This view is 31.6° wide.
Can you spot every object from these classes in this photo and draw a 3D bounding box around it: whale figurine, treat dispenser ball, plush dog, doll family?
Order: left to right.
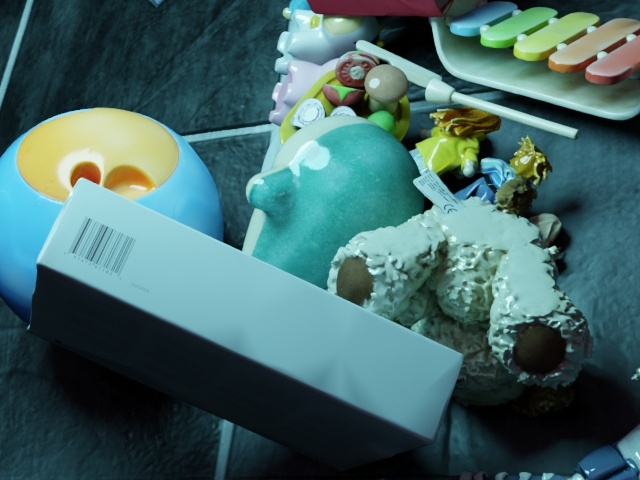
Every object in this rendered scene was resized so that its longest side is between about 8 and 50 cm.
[{"bbox_3d":[-0.260,-0.016,1.356,0.288,0.288,0.288,-12,56,19],"label":"treat dispenser ball"},{"bbox_3d":[0.000,0.000,1.210,0.272,0.216,0.141,-49,48,0],"label":"whale figurine"},{"bbox_3d":[0.171,-0.066,1.285,0.163,0.118,0.263,-36,54,5],"label":"doll family"},{"bbox_3d":[0.156,0.074,1.148,0.262,0.225,0.210,18,45,19],"label":"plush dog"}]

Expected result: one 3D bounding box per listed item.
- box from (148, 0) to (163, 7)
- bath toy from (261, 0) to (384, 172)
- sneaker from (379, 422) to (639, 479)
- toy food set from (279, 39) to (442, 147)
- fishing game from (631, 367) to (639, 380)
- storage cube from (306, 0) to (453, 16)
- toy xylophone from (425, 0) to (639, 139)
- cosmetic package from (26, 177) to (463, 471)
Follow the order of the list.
[{"bbox_3d":[-0.221,-0.444,1.747,0.169,0.054,0.059,-45,53,-7],"label":"box"},{"bbox_3d":[0.014,-0.196,1.446,0.151,0.129,0.348,133,150,-53],"label":"bath toy"},{"bbox_3d":[0.226,0.251,1.075,0.323,0.130,0.236,25,64,39],"label":"sneaker"},{"bbox_3d":[0.043,-0.161,1.322,0.128,0.071,0.218,33,68,10],"label":"toy food set"},{"bbox_3d":[0.436,0.166,1.035,0.264,0.041,0.189,-12,51,-10],"label":"fishing game"},{"bbox_3d":[0.071,-0.397,1.350,0.193,0.183,0.215,9,61,34],"label":"storage cube"},{"bbox_3d":[0.265,-0.207,1.299,0.323,0.081,0.236,16,33,27],"label":"toy xylophone"},{"bbox_3d":[-0.090,0.099,1.097,0.377,0.284,0.097,26,66,-8],"label":"cosmetic package"}]
